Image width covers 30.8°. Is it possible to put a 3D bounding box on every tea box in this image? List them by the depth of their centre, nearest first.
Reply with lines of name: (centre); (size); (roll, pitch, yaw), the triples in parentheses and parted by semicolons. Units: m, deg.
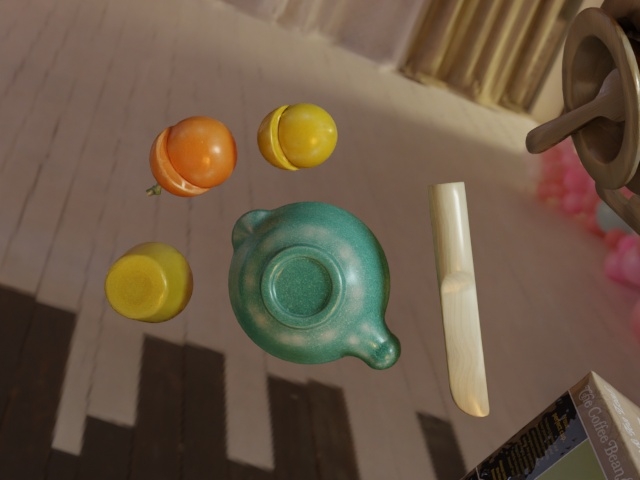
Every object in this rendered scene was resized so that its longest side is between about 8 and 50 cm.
tea box: (0.328, 0.404, 1.428); (0.220, 0.323, 0.329); (36, 22, -23)

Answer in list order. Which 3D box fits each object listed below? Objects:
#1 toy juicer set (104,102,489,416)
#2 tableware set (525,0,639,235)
toy juicer set: (0.000, 0.000, 0.948); (0.329, 0.209, 0.089); (14, 3, 6)
tableware set: (0.127, -0.036, 0.432); (0.039, 0.128, 0.194); (-9, 27, -7)
